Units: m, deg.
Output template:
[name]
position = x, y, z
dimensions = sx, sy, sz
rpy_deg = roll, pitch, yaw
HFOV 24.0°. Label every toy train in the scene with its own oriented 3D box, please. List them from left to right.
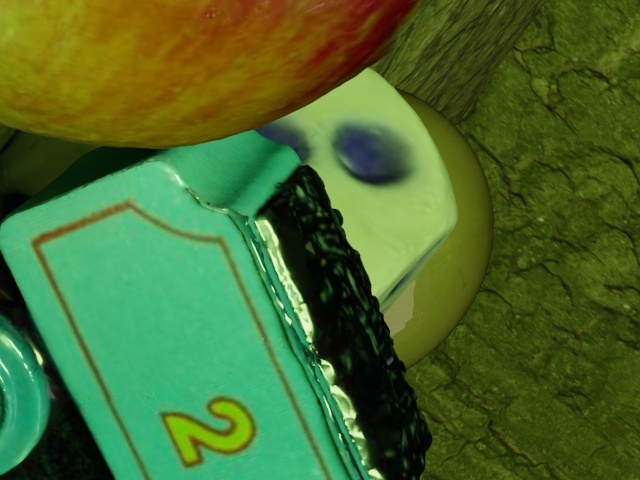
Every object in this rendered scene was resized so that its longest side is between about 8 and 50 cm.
[toy train]
position = -0.088, 0.086, 0.840
dimensions = 0.265, 0.300, 0.188
rpy_deg = -20, -167, 17

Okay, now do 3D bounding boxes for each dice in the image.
[dice]
position = -0.078, -0.003, 1.075
dimensions = 0.251, 0.259, 0.243
rpy_deg = -43, 170, -41

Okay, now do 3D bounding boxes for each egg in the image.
[egg]
position = 0.000, 0.000, 1.461
dimensions = 0.374, 0.301, 0.301
rpy_deg = -26, 160, -41

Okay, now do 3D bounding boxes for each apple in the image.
[apple]
position = -0.073, -0.162, 0.637
dimensions = 0.254, 0.179, 0.346
rpy_deg = -1, 145, -30

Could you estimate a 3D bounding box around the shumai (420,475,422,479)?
[shumai]
position = 0.011, 0.138, 1.081
dimensions = 0.099, 0.124, 0.087
rpy_deg = 79, 11, -59
